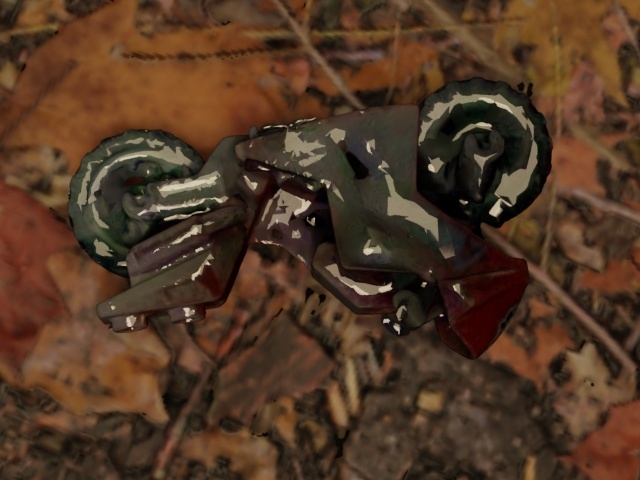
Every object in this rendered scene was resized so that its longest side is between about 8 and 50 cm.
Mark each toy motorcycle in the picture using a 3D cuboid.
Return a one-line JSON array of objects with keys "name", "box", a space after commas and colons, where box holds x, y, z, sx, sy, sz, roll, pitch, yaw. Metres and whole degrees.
[{"name": "toy motorcycle", "box": [0.000, 0.000, 0.698, 0.213, 0.082, 0.122, -8, 77, -2]}]
